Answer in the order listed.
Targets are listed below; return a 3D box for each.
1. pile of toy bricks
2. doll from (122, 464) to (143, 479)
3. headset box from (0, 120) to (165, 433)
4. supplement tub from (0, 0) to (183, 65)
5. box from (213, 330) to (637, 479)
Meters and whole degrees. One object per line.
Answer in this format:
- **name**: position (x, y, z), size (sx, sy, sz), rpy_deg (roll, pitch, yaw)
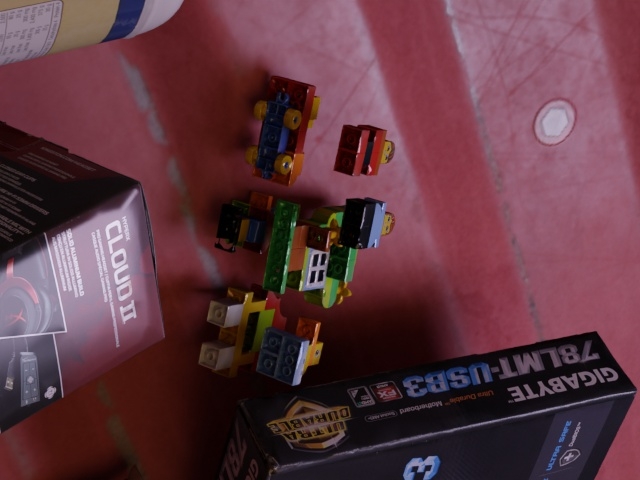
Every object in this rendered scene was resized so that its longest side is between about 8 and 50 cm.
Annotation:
- **pile of toy bricks**: position (0.000, 0.000, 1.262), size (0.105, 0.118, 0.212), rpy_deg (-7, 112, -58)
- **doll**: position (-0.204, 0.221, 1.286), size (0.189, 0.046, 0.129), rpy_deg (-26, 133, -7)
- **headset box**: position (-0.246, 0.027, 1.025), size (0.293, 0.218, 0.110), rpy_deg (-31, 128, -37)
- **supplement tub**: position (-0.245, -0.190, 0.950), size (0.316, 0.228, 0.228), rpy_deg (-15, 120, -21)
- **box**: position (0.054, 0.206, 1.346), size (0.293, 0.073, 0.295), rpy_deg (-9, 138, -27)
